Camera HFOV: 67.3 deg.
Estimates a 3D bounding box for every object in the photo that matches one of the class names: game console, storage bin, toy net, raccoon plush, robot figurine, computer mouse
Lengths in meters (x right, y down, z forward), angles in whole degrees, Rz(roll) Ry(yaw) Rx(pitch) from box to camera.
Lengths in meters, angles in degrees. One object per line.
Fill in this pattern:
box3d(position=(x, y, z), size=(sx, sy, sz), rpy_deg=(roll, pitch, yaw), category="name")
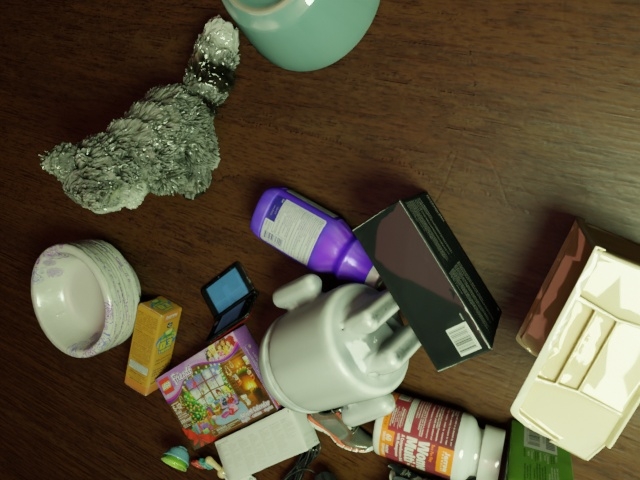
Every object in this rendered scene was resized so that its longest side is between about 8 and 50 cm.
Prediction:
box3d(position=(-0.218, 0.140, 1.076), size=(0.144, 0.124, 0.085), rpy_deg=(-36, 110, 27), category="game console")
box3d(position=(0.380, 0.123, 0.689), size=(0.123, 0.262, 0.260), rpy_deg=(25, 109, 17), category="storage bin")
box3d(position=(-0.272, 0.568, 1.178), size=(0.233, 0.045, 0.122), rpy_deg=(17, 139, 9), category="toy net")
box3d(position=(-0.359, -0.251, 0.948), size=(0.216, 0.299, 0.445), rpy_deg=(22, 108, 21), category="raccoon plush")
box3d(position=(0.019, 0.204, 0.886), size=(0.354, 0.200, 0.299), rpy_deg=(-32, 85, 43), category="robot figurine")
box3d(position=(-0.006, 0.576, 1.013), size=(0.262, 0.060, 0.184), rpy_deg=(49, 120, 39), category="computer mouse")

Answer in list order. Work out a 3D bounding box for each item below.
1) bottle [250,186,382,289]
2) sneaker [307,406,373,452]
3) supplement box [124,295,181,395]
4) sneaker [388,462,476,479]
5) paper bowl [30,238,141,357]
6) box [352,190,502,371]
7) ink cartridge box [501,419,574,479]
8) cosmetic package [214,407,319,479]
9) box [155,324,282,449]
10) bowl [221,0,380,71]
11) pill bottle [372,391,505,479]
box3d(position=(0.000, 0.000, 0.940), size=(0.283, 0.092, 0.118), rpy_deg=(30, 109, 18), category="bottle")
box3d(position=(0.047, 0.386, 1.009), size=(0.158, 0.061, 0.064), rpy_deg=(21, 101, 20), category="sneaker")
box3d(position=(-0.416, 0.261, 1.194), size=(0.080, 0.078, 0.233), rpy_deg=(21, 108, 21), category="supplement box")
box3d(position=(0.207, 0.477, 0.927), size=(0.235, 0.094, 0.153), rpy_deg=(-46, 63, 11), category="sneaker")
box3d(position=(-0.570, 0.136, 1.204), size=(0.285, 0.148, 0.283), rpy_deg=(5, 102, 25), category="paper bowl")
box3d(position=(0.188, 0.057, 0.811), size=(0.103, 0.184, 0.261), rpy_deg=(-33, 84, 29), category="box")
box3d(position=(0.349, 0.471, 0.809), size=(0.097, 0.189, 0.255), rpy_deg=(8, 104, 22), category="ink cartridge box")
box3d(position=(-0.123, 0.453, 1.077), size=(0.239, 0.060, 0.098), rpy_deg=(-33, 73, 24), category="cosmetic package")
box3d(position=(-0.240, 0.352, 1.137), size=(0.293, 0.057, 0.200), rpy_deg=(-34, 84, 26), category="box")
box3d(position=(-0.059, -0.470, 0.844), size=(0.312, 0.163, 0.311), rpy_deg=(5, 102, 24), category="bowl")
box3d(position=(0.218, 0.368, 0.888), size=(0.221, 0.121, 0.121), rpy_deg=(10, 103, 24), category="pill bottle")
